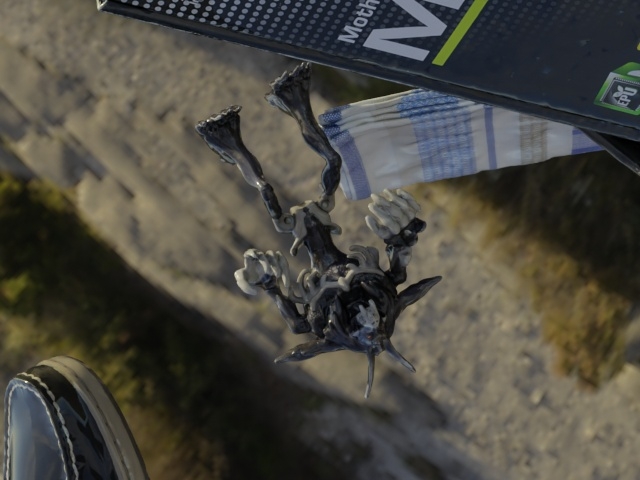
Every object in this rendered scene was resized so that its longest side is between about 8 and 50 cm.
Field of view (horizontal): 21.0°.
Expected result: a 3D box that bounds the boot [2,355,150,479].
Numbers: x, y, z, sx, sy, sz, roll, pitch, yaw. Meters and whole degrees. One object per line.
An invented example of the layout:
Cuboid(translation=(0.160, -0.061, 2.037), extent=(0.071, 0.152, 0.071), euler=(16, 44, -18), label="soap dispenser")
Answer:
Cuboid(translation=(-0.254, 0.282, 1.166), extent=(0.138, 0.284, 0.378), euler=(9, 104, 55), label="boot")

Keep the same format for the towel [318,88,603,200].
Cuboid(translation=(0.144, -0.095, 1.565), extent=(0.285, 0.034, 0.209), euler=(-10, 163, 5), label="towel")

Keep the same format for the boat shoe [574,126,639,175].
Cuboid(translation=(0.162, -0.045, 0.722), extent=(0.228, 0.076, 0.080), euler=(41, 131, 0), label="boat shoe")

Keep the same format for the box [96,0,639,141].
Cuboid(translation=(0.056, -0.118, 0.452), extent=(0.184, 0.045, 0.191), euler=(11, 136, -25), label="box")

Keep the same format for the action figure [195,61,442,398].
Cuboid(translation=(0.000, 0.000, 1.449), extent=(0.276, 0.164, 0.141), euler=(62, 177, 2), label="action figure")
